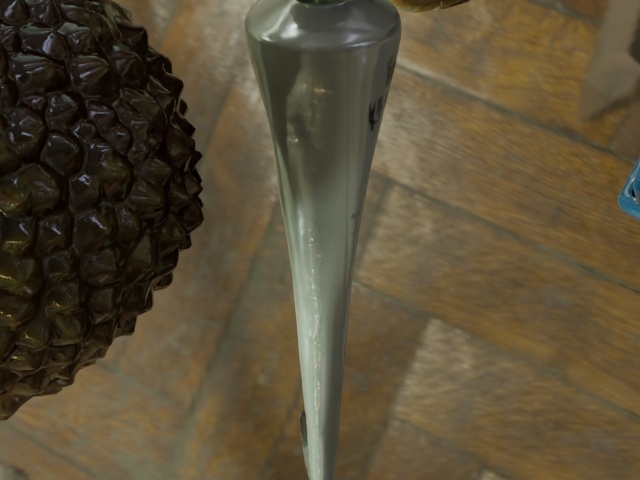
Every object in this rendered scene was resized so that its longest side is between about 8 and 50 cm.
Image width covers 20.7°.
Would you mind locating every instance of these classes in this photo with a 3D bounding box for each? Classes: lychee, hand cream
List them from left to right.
[{"bbox_3d":[-0.172,-0.033,0.758,0.236,0.271,0.236,0,83,4],"label":"lychee"},{"bbox_3d":[0.000,0.000,0.907,0.076,0.121,0.336,0,122,0],"label":"hand cream"}]

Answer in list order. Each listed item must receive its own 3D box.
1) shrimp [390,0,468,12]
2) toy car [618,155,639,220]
[{"bbox_3d":[0.090,-0.223,1.317,0.045,0.162,0.095,-18,89,48],"label":"shrimp"},{"bbox_3d":[0.225,-0.030,0.937,0.100,0.191,0.097,29,93,41],"label":"toy car"}]
